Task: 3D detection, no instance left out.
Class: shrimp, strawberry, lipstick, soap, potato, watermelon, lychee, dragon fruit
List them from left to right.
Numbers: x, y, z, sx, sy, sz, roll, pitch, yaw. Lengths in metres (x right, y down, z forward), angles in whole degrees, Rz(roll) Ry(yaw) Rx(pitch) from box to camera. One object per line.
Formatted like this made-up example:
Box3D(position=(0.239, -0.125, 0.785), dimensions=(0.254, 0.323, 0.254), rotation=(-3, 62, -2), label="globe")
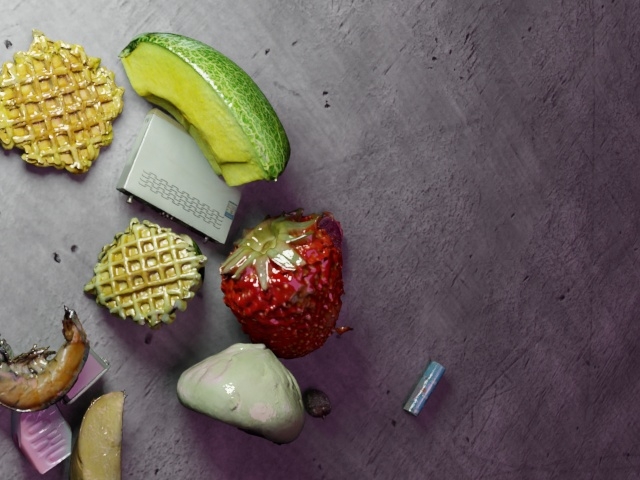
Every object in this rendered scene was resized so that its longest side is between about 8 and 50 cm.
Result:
Box3D(position=(-0.561, 0.181, 1.524), dimensions=(0.222, 0.054, 0.290), rotation=(-39, 108, 0), label="shrimp")
Box3D(position=(-0.549, 0.381, 1.621), dimensions=(0.100, 0.056, 0.149), rotation=(-32, 116, -27), label="soap")
Box3D(position=(-0.454, 0.429, 1.661), dimensions=(0.098, 0.138, 0.243), rotation=(7, 69, -27), label="potato")
Box3D(position=(-0.291, 0.065, 1.749), dimensions=(0.094, 0.125, 0.135), rotation=(-16, 126, -18), label="watermelon")
Box3D(position=(-0.055, 0.112, 1.816), dimensions=(0.292, 0.292, 0.343), rotation=(-48, 125, -21), label="strawberry")
Box3D(position=(-0.006, 0.409, 2.040), dimensions=(0.068, 0.067, 0.083), rotation=(-9, 80, -64), label="lychee")
Box3D(position=(0.002, -0.004, 1.977), dimensions=(0.112, 0.068, 0.126), rotation=(-12, 93, -47), label="dragon fruit")
Box3D(position=(0.289, 0.413, 2.284), dimensions=(0.048, 0.048, 0.158), rotation=(46, 71, -34), label="lipstick")

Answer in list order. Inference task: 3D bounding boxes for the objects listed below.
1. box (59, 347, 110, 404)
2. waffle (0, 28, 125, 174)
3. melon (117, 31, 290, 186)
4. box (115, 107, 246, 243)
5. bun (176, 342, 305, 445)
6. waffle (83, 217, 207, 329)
Box3D(position=(-0.488, 0.259, 1.633), dimensions=(0.122, 0.084, 0.069), rotation=(-44, 112, -24), label="box")
Box3D(position=(-0.495, -0.254, 1.551), dimensions=(0.254, 0.052, 0.245), rotation=(27, 80, -39), label="waffle")
Box3D(position=(-0.226, -0.274, 1.632), dimensions=(0.226, 0.331, 0.344), rotation=(-26, 113, 8), label="melon")
Box3D(position=(-0.284, -0.126, 1.729), dimensions=(0.270, 0.045, 0.211), rotation=(30, 70, -38), label="box")
Box3D(position=(-0.156, 0.316, 1.777), dimensions=(0.293, 0.293, 0.187), rotation=(35, 71, -37), label="bun")
Box3D(position=(-0.350, 0.069, 1.650), dimensions=(0.214, 0.054, 0.208), rotation=(31, 81, 8), label="waffle")
